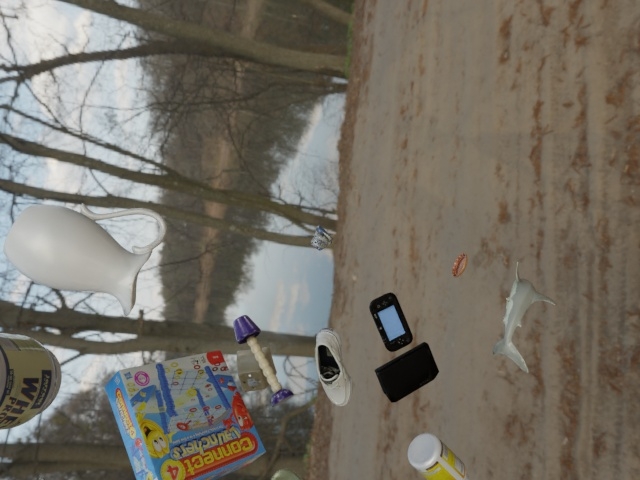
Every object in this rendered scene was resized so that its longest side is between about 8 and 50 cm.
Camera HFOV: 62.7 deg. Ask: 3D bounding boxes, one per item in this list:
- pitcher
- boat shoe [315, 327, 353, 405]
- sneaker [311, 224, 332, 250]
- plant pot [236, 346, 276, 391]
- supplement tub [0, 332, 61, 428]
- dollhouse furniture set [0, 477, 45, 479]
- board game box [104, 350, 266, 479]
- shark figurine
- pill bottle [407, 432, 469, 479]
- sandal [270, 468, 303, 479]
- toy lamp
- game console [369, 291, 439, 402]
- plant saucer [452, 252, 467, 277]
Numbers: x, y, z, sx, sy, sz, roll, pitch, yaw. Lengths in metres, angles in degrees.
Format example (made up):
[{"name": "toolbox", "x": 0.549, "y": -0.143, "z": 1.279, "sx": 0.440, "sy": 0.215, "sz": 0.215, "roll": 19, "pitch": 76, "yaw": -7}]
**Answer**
[{"name": "pitcher", "x": -0.369, "y": 0.003, "z": 0.845, "sx": 0.177, "sy": 0.207, "sz": 0.125, "roll": -67, "pitch": 15, "yaw": -12}, {"name": "boat shoe", "x": 0.035, "y": 0.390, "z": 1.547, "sx": 0.088, "sy": 0.096, "sz": 0.267, "roll": -57, "pitch": -36, "yaw": -61}, {"name": "sneaker", "x": 0.000, "y": 0.000, "z": 1.602, "sx": 0.052, "sy": 0.058, "sz": 0.135, "roll": 47, "pitch": 173, "yaw": 21}, {"name": "plant pot", "x": -0.208, "y": 0.413, "z": 1.656, "sx": 0.096, "sy": 0.109, "sz": 0.109, "roll": -80, "pitch": -21, "yaw": -66}, {"name": "supplement tub", "x": -0.790, "y": 0.335, "z": 1.248, "sx": 0.325, "sy": 0.235, "sz": 0.235, "roll": 88, "pitch": -174, "yaw": -76}, {"name": "dollhouse furniture set", "x": -0.356, "y": 0.392, "z": 0.592, "sx": 0.161, "sy": 0.242, "sz": 0.212, "roll": -63, "pitch": -34, "yaw": -16}, {"name": "board game box", "x": -0.329, "y": 0.445, "z": 1.304, "sx": 0.086, "sy": 0.308, "sz": 0.302, "roll": -46, "pitch": 62, "yaw": 31}, {"name": "shark figurine", "x": 0.513, "y": 0.170, "z": 1.299, "sx": 0.278, "sy": 0.116, "sz": 0.166, "roll": -54, "pitch": -33, "yaw": -43}, {"name": "pill bottle", "x": 0.375, "y": 0.705, "z": 1.642, "sx": 0.117, "sy": 0.215, "sz": 0.117, "roll": -34, "pitch": 25, "yaw": 18}, {"name": "sandal", "x": -0.049, "y": 0.681, "z": 1.348, "sx": 0.303, "sy": 0.086, "sz": 0.120, "roll": 10, "pitch": 53, "yaw": 48}, {"name": "toy lamp", "x": -0.174, "y": 0.344, "z": 1.529, "sx": 0.274, "sy": 0.080, "sz": 0.080, "roll": 60, "pitch": 152, "yaw": 20}, {"name": "game console", "x": 0.262, "y": 0.361, "z": 1.822, "sx": 0.361, "sy": 0.213, "sz": 0.044, "roll": 67, "pitch": 164, "yaw": -8}, {"name": "plant saucer", "x": 0.449, "y": 0.081, "z": 1.688, "sx": 0.083, "sy": 0.013, "sz": 0.083, "roll": -158, "pitch": 90, "yaw": -84}]
